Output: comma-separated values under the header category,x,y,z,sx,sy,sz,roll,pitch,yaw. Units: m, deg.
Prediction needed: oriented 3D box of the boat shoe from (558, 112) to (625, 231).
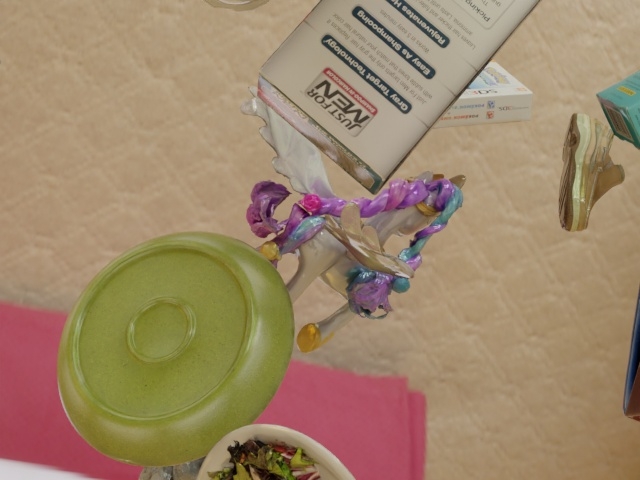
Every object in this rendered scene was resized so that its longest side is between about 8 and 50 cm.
category,x,y,z,sx,sy,sz,roll,pitch,yaw
boat shoe,0.324,-0.081,1.529,0.072,0.190,0.068,13,139,3

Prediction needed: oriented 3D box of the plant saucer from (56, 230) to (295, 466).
category,x,y,z,sx,sy,sz,roll,pitch,yaw
plant saucer,-0.143,0.090,1.207,0.241,0.241,0.037,-17,149,8

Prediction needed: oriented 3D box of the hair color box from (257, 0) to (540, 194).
category,x,y,z,sx,sy,sz,roll,pitch,yaw
hair color box,0.107,-0.237,1.371,0.174,0.105,0.347,41,81,2

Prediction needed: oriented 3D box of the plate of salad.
category,x,y,z,sx,sy,sz,roll,pitch,yaw
plate of salad,-0.033,0.242,1.007,0.048,0.200,0.200,-15,142,-50

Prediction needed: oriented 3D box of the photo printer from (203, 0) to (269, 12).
category,x,y,z,sx,sy,sz,roll,pitch,yaw
photo printer,-0.065,-0.410,1.391,0.107,0.256,0.307,8,157,-15

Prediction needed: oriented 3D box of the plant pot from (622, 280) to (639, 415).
category,x,y,z,sx,sy,sz,roll,pitch,yaw
plant pot,0.488,0.124,1.502,0.236,0.212,0.236,9,85,-10

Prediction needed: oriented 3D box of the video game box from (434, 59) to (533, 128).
category,x,y,z,sx,sy,sz,roll,pitch,yaw
video game box,0.159,-0.209,1.743,0.187,0.205,0.048,-4,118,-17

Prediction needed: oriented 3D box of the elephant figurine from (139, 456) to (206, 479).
category,x,y,z,sx,sy,sz,roll,pitch,yaw
elephant figurine,-0.150,0.386,2.014,0.239,0.169,0.186,40,113,-22

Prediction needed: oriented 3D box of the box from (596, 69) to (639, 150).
category,x,y,z,sx,sy,sz,roll,pitch,yaw
box,0.441,-0.190,1.450,0.244,0.100,0.060,-29,108,1

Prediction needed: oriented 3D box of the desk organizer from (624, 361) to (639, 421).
category,x,y,z,sx,sy,sz,roll,pitch,yaw
desk organizer,0.346,0.119,1.275,0.047,0.050,0.130,21,77,-8

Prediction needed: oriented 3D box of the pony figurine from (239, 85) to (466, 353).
category,x,y,z,sx,sy,sz,roll,pitch,yaw
pony figurine,0.000,0.000,1.676,0.363,0.303,0.351,-42,151,13
